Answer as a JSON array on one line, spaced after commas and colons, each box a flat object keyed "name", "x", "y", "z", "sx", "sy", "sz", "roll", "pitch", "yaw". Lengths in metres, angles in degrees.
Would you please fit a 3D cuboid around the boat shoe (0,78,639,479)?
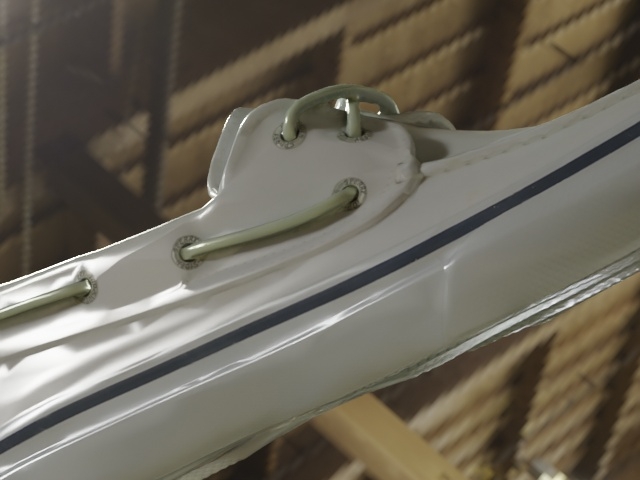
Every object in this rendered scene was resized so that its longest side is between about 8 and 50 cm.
[{"name": "boat shoe", "x": 0.000, "y": 0.000, "z": 0.415, "sx": 0.226, "sy": 0.075, "sz": 0.083, "roll": -27, "pitch": -8, "yaw": 9}]
